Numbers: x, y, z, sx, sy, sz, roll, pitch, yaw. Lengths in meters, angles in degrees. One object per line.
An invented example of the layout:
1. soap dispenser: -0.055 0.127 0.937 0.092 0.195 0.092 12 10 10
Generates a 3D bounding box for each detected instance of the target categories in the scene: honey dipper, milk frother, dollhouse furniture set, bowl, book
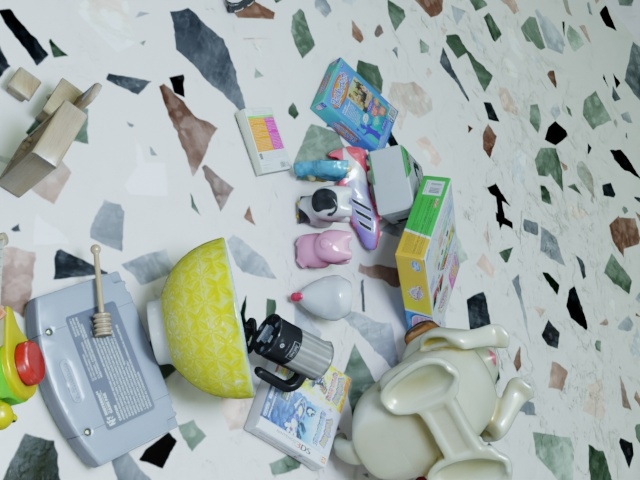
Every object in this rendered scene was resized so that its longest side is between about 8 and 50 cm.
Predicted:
1. honey dipper: -0.375 0.083 1.418 0.030 0.030 0.160 3 70 -41
2. milk frother: -0.071 0.204 1.623 0.135 0.129 0.143 32 18 -29
3. dollhouse furniture set: -0.570 -0.245 1.336 0.355 0.174 0.303 38 52 -26
4. bowl: -0.218 0.149 1.484 0.156 0.289 0.289 -11 80 -6
5. book: -0.121 -0.216 1.825 0.096 0.035 0.144 -15 85 -47

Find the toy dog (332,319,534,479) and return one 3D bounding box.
1. toy dog: 0.247 0.327 1.738 0.284 0.395 0.408 52 29 -2

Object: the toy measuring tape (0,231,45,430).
1. toy measuring tape: -0.496 0.148 1.322 0.121 0.121 0.330 16 46 -37

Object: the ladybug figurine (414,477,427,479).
1. ladybug figurine: 0.209 0.616 1.673 0.449 0.162 0.305 -45 144 -43

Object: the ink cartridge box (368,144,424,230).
1. ink cartridge box: 0.189 -0.120 1.964 0.208 0.087 0.153 24 54 -69

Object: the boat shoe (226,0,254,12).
1. boat shoe: -0.170 -0.547 1.900 0.046 0.038 0.125 24 40 17

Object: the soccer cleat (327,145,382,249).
1. soccer cleat: 0.080 -0.096 1.939 0.095 0.083 0.248 -8 85 -11

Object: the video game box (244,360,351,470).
1. video game box: -0.041 0.326 1.683 0.187 0.048 0.205 38 53 -28

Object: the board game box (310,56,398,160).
1. board game box: 0.085 -0.316 2.033 0.210 0.047 0.160 40 52 -25

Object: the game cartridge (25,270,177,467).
1. game cartridge: -0.375 0.216 1.421 0.198 0.062 0.297 -20 88 -40

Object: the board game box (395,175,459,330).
1. board game box: 0.250 0.048 1.914 0.316 0.064 0.242 75 31 -47

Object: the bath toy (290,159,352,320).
1. bath toy: 0.000 0.000 1.788 0.129 0.151 0.348 1 74 -5

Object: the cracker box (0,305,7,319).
1. cracker box: -0.555 0.086 1.183 0.155 0.232 0.067 53 49 -13
